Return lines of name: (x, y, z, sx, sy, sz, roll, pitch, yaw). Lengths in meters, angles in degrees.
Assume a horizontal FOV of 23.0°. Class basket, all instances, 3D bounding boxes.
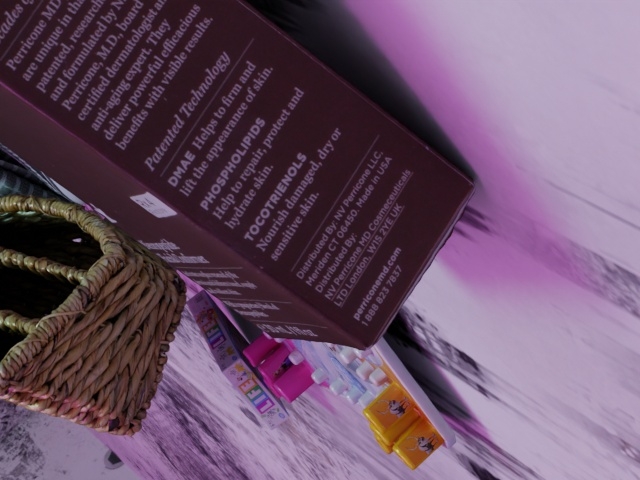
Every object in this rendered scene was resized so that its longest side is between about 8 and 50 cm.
basket: (-0.316, 0.050, 1.604, 0.299, 0.214, 0.223, 14, 171, 40)

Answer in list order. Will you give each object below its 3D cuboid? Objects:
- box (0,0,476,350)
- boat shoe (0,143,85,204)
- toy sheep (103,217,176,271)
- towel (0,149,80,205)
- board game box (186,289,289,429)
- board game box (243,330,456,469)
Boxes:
box: (-0.109, -0.089, 1.004, 0.381, 0.143, 0.191, 38, 167, -15)
boat shoe: (-0.340, -0.149, 1.617, 0.306, 0.105, 0.113, 50, -158, -4)
toy sheep: (-0.201, 0.015, 1.755, 0.091, 0.091, 0.132, 31, 171, 46)
towel: (-0.429, -0.058, 1.794, 0.235, 0.121, 0.283, 27, 146, -35)
board game box: (-0.092, 0.131, 1.743, 0.103, 0.026, 0.154, 53, -179, -33)
board game box: (-0.075, 0.024, 1.463, 0.390, 0.050, 0.390, 53, 167, -17)
